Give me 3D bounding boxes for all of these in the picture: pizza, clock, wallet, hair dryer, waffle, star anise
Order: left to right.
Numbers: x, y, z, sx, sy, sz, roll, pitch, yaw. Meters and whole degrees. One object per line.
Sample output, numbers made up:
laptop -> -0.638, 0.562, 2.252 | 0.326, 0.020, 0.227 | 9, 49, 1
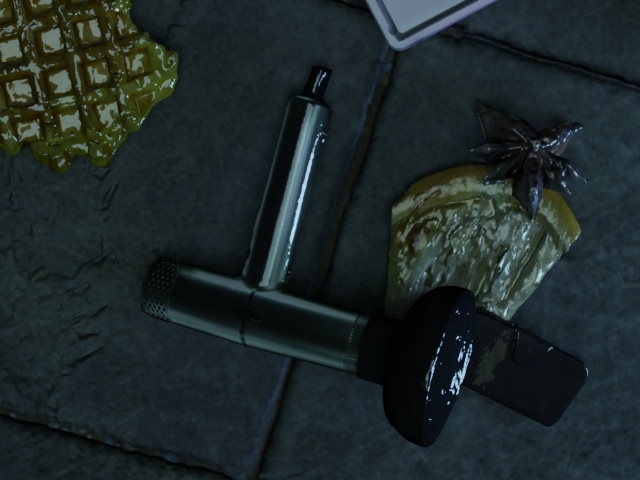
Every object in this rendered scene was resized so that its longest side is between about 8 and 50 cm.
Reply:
waffle -> -0.258, -0.200, 1.817 | 0.291, 0.051, 0.291 | 0, 102, -2
hair dryer -> 0.010, 0.006, 1.806 | 0.320, 0.156, 0.284 | 24, 108, 13
clock -> 0.120, -0.289, 1.803 | 0.197, 0.063, 0.150 | -28, 102, 4
pizza -> 0.132, 0.039, 1.895 | 0.181, 0.034, 0.262 | 27, 101, -8
wallet -> 0.191, 0.127, 1.906 | 0.157, 0.018, 0.082 | 28, 105, -23
star anise -> 0.201, -0.071, 1.834 | 0.124, 0.129, 0.056 | 12, 144, -10
